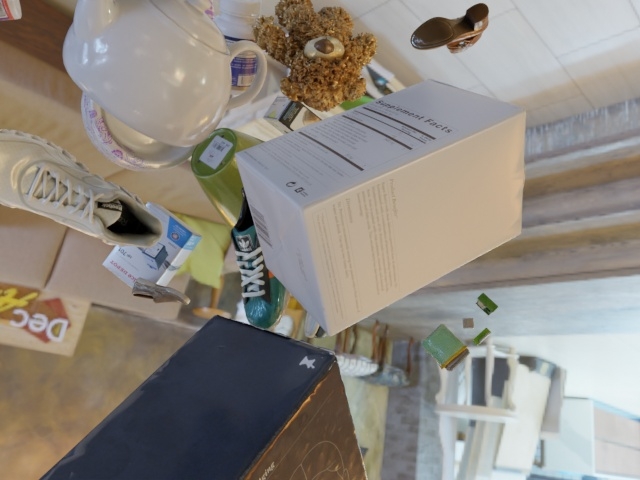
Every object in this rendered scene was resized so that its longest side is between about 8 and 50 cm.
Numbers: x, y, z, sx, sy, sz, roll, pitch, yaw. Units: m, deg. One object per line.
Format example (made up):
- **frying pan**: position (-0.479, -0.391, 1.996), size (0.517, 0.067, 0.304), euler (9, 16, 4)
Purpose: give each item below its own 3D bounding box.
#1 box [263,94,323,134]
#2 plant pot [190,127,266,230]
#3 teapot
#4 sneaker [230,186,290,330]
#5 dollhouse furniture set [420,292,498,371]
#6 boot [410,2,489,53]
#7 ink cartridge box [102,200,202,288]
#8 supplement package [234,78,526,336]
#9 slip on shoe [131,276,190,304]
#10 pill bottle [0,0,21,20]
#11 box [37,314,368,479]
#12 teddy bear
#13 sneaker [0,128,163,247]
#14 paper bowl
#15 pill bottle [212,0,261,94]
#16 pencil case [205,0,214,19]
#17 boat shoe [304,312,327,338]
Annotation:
- **box**: position (-0.021, -0.319, 1.701), size (0.290, 0.087, 0.169), euler (35, 180, -26)
- **plant pot**: position (-0.178, -0.146, 1.399), size (0.275, 0.274, 0.293), euler (-4, 154, 30)
- **teapot**: position (-0.216, -0.269, 0.800), size (0.253, 0.187, 0.256), euler (38, -163, -11)
- **sneaker**: position (-0.134, 0.030, 1.138), size (0.108, 0.301, 0.121), euler (-8, 164, 28)
- **dollhouse furniture set**: position (0.261, 0.168, 1.028), size (0.076, 0.152, 0.058), euler (46, 179, 18)
- **boot**: position (0.317, -0.494, 1.366), size (0.197, 0.072, 0.152), euler (-18, 175, 9)
- **ink cartridge box**: position (-0.402, 0.024, 1.342), size (0.140, 0.190, 0.082), euler (36, 178, 6)
- **supplement package**: position (0.078, -0.055, 0.680), size (0.175, 0.293, 0.177), euler (41, 149, 50)
- **slip on shoe**: position (-0.360, 0.124, 1.253), size (0.136, 0.041, 0.051), euler (20, 155, 6)
- **pill bottle**: position (-0.874, -0.607, 1.406), size (0.194, 0.108, 0.108), euler (-11, 165, -15)
- **box**: position (-0.165, 0.475, 0.946), size (0.298, 0.480, 0.471), euler (12, 129, 33)
- **teddy bear**: position (-0.002, -0.391, 1.084), size (0.245, 0.337, 0.113), euler (28, 131, -8)
- **sneaker**: position (-0.350, -0.065, 0.786), size (0.292, 0.110, 0.118), euler (27, 176, -43)
- **paper bowl**: position (-0.438, -0.310, 1.376), size (0.284, 0.284, 0.148), euler (23, 168, -36)
- **pill bottle**: position (-0.177, -0.412, 1.169), size (0.112, 0.112, 0.186), euler (10, 122, -5)
- **pencil case**: position (-0.322, -0.552, 1.477), size (0.087, 0.205, 0.088), euler (-6, -179, 35)
- **boat shoe**: position (0.070, 0.059, 1.095), size (0.099, 0.319, 0.116), euler (30, 157, -10)
